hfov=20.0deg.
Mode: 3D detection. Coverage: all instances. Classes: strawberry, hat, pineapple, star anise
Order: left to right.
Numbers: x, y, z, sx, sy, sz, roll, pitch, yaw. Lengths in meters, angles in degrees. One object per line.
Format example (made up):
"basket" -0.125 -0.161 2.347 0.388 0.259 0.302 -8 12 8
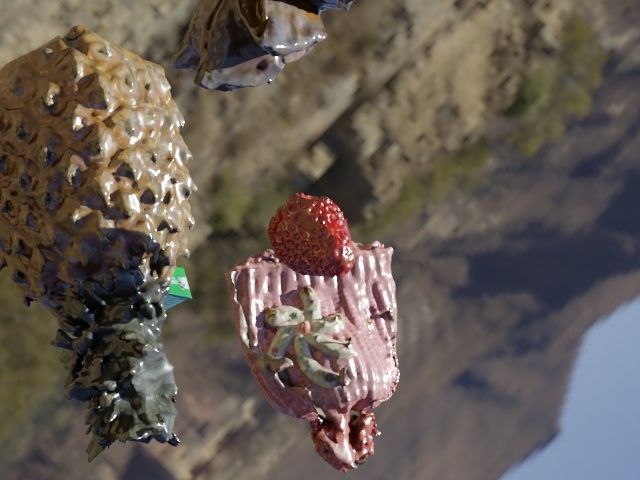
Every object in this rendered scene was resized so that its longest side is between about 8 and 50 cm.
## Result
"pineapple" -0.188 0.012 1.588 0.202 0.362 0.202 -15 160 -6
"star anise" -0.033 -0.284 1.990 0.331 0.117 0.332 -39 -152 26
"strawberry" 0.000 0.000 1.522 0.073 0.083 0.073 -19 120 -37
"hat" 0.012 0.142 2.218 0.236 0.286 0.107 -8 174 -25

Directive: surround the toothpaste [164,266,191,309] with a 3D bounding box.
"toothpaste" -0.282 0.054 2.433 0.065 0.050 0.266 -28 158 27
